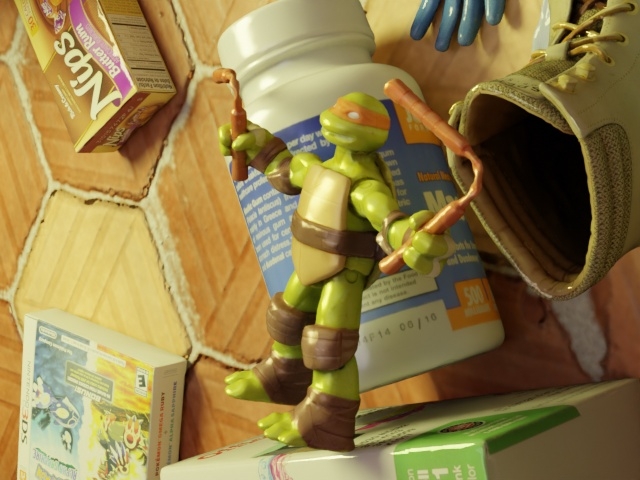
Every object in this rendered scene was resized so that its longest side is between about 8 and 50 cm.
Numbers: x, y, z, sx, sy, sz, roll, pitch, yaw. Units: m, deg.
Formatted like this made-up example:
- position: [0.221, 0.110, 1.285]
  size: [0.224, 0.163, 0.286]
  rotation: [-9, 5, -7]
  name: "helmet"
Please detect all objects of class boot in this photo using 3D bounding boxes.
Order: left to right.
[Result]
- position: [0.145, -0.111, 0.614]
  size: [0.095, 0.203, 0.262]
  rotation: [-10, 97, 44]
  name: "boot"

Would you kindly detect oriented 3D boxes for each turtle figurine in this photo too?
- position: [0.000, 0.000, 0.658]
  size: [0.269, 0.087, 0.217]
  rotation: [28, 109, 49]
  name: "turtle figurine"

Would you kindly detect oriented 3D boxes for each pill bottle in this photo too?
- position: [0.019, -0.032, 0.782]
  size: [0.152, 0.152, 0.272]
  rotation: [-25, 79, 39]
  name: "pill bottle"

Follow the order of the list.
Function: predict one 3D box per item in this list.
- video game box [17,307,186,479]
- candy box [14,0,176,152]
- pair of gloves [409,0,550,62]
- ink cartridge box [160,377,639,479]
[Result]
- position: [-0.221, 0.181, 1.079]
  size: [0.205, 0.048, 0.187]
  rotation: [14, 106, 39]
  name: "video game box"
- position: [-0.216, -0.188, 1.028]
  size: [0.109, 0.053, 0.187]
  rotation: [-35, 71, 37]
  name: "candy box"
- position: [0.138, -0.200, 0.747]
  size: [0.198, 0.023, 0.159]
  rotation: [20, 108, 38]
  name: "pair of gloves"
- position: [0.058, 0.178, 0.738]
  size: [0.278, 0.201, 0.117]
  rotation: [-15, 85, 41]
  name: "ink cartridge box"
